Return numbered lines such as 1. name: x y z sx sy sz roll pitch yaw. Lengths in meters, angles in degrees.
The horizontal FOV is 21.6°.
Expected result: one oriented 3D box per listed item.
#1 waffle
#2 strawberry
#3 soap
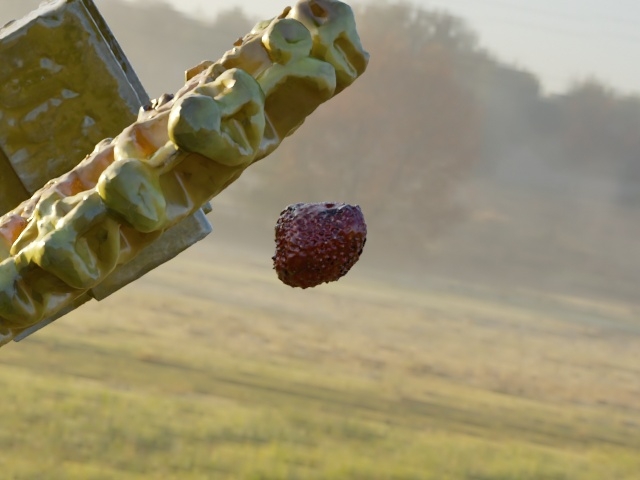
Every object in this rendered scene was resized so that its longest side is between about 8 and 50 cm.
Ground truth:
1. waffle: -0.102 -0.030 0.915 0.065 0.283 0.309 54 -26 -10
2. strawberry: 0.000 0.000 1.538 0.083 0.083 0.096 9 -31 -45
3. soap: -0.280 -0.076 1.692 0.259 0.281 0.143 -31 16 0
